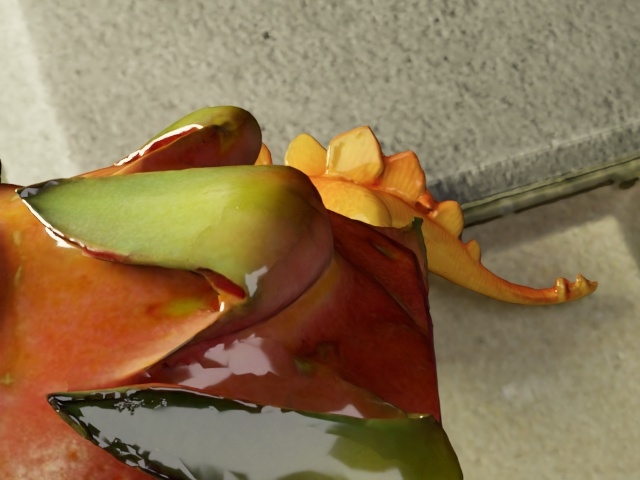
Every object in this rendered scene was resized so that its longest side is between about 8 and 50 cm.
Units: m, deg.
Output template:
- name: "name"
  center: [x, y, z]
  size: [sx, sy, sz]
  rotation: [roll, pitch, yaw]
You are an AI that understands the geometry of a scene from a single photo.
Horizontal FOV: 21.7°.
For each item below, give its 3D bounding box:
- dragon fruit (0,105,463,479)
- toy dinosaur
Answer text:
- name: "dragon fruit"
  center: [-0.064, 0.065, 0.523]
  size: [0.227, 0.224, 0.224]
  rotation: [-6, 73, -7]
- name: "toy dinosaur"
  center: [0.000, 0.000, 0.785]
  size: [0.288, 0.070, 0.117]
  rotation: [-9, 74, -22]
